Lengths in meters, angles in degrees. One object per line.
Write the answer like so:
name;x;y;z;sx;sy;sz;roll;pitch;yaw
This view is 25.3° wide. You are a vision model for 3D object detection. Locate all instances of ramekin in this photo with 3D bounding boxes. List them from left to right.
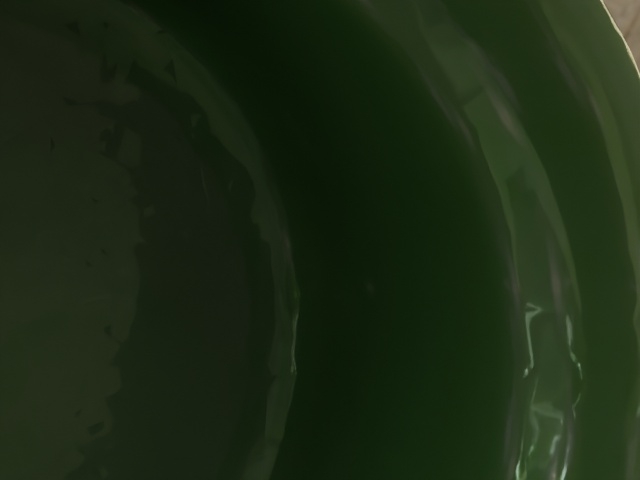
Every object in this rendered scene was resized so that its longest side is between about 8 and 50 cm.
ramekin;-0.070;0.046;0.332;0.148;0.303;0.303;18;83;53
